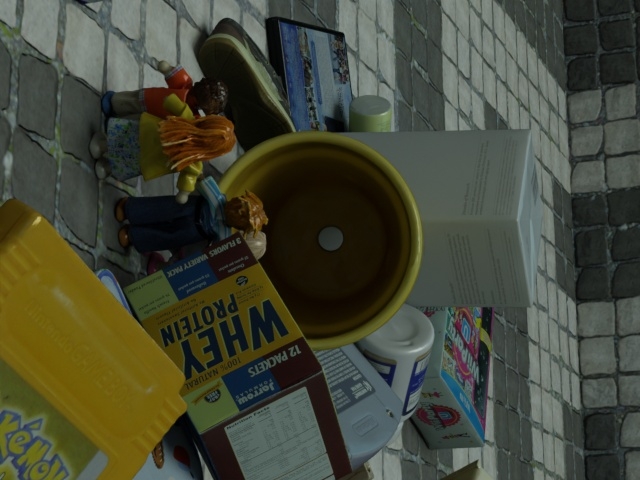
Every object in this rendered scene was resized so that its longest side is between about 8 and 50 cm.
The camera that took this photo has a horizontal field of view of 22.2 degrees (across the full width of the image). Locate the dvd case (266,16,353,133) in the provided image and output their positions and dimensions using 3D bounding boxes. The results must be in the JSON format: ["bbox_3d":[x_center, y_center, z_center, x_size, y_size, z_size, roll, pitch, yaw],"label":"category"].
[{"bbox_3d":[-0.008,-0.210,2.270,0.253,0.022,0.180,-5,87,-68],"label":"dvd case"}]

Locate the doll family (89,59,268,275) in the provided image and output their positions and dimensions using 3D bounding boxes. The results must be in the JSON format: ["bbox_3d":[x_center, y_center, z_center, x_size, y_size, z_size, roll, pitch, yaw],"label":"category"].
[{"bbox_3d":[-0.140,-0.052,1.698,0.118,0.163,0.263,-51,131,-61],"label":"doll family"}]

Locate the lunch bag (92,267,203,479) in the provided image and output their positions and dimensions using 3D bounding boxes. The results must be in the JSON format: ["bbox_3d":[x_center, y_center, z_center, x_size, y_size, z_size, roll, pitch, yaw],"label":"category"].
[{"bbox_3d":[-0.212,0.190,1.522,0.243,0.115,0.303,-75,151,-54],"label":"lunch bag"}]

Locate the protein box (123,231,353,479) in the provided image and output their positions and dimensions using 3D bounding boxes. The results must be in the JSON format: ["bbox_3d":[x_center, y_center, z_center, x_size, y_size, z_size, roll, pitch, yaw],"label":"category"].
[{"bbox_3d":[-0.082,0.144,1.663,0.200,0.136,0.201,57,-11,36],"label":"protein box"}]

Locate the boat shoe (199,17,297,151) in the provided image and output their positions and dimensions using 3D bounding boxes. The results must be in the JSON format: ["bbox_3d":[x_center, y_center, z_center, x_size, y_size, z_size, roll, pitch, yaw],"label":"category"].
[{"bbox_3d":[-0.075,-0.179,2.015,0.223,0.080,0.073,59,37,-38],"label":"boat shoe"}]

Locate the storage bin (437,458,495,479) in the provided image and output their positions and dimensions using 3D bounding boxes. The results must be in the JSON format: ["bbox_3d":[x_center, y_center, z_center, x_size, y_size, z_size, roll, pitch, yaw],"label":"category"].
[{"bbox_3d":[0.123,0.445,2.058,0.123,0.260,0.262,46,34,-14],"label":"storage bin"}]

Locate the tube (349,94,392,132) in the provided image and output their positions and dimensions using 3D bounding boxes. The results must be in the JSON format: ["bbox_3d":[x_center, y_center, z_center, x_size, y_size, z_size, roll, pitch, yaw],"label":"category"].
[{"bbox_3d":[0.068,-0.091,2.352,0.070,0.062,0.240,-20,129,-27],"label":"tube"}]

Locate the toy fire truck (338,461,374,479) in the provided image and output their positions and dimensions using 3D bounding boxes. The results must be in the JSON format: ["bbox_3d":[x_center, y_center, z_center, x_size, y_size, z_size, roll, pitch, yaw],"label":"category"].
[{"bbox_3d":[0.024,0.312,2.039,0.047,0.192,0.135,8,105,-67],"label":"toy fire truck"}]

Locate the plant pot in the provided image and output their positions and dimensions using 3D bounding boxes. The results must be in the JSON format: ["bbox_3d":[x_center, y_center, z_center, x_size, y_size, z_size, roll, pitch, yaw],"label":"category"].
[{"bbox_3d":[0.000,0.000,1.960,0.239,0.254,0.254,-5,88,-84],"label":"plant pot"}]

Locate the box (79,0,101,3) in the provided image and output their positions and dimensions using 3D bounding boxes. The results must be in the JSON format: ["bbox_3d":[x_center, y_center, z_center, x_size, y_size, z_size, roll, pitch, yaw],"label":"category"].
[{"bbox_3d":[-0.241,-0.329,1.653,0.126,0.072,0.137,31,56,-63],"label":"box"}]

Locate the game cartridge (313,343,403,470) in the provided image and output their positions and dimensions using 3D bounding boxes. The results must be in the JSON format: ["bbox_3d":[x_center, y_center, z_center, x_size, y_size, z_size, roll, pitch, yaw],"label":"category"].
[{"bbox_3d":[-0.004,0.190,1.990,0.198,0.062,0.297,54,21,8],"label":"game cartridge"}]

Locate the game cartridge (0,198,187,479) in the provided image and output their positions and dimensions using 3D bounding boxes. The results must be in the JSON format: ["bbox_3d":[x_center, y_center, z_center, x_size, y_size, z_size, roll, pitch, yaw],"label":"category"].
[{"bbox_3d":[-0.261,0.168,1.256,0.324,0.052,0.285,-50,141,-12],"label":"game cartridge"}]

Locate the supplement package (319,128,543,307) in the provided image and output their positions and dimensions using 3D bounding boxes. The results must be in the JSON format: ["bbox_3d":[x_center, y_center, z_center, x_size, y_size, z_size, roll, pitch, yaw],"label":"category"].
[{"bbox_3d":[0.139,-0.030,2.189,0.177,0.293,0.175,75,21,-46],"label":"supplement package"}]

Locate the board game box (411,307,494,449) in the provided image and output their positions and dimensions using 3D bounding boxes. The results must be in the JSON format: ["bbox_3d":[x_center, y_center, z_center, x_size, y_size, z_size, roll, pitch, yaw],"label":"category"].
[{"bbox_3d":[0.195,0.145,2.576,0.224,0.097,0.303,57,35,-48],"label":"board game box"}]

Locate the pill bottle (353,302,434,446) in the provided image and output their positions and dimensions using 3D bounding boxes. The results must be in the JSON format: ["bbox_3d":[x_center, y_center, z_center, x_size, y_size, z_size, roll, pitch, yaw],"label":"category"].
[{"bbox_3d":[0.083,0.184,2.199,0.112,0.112,0.187,-65,169,-53],"label":"pill bottle"}]
